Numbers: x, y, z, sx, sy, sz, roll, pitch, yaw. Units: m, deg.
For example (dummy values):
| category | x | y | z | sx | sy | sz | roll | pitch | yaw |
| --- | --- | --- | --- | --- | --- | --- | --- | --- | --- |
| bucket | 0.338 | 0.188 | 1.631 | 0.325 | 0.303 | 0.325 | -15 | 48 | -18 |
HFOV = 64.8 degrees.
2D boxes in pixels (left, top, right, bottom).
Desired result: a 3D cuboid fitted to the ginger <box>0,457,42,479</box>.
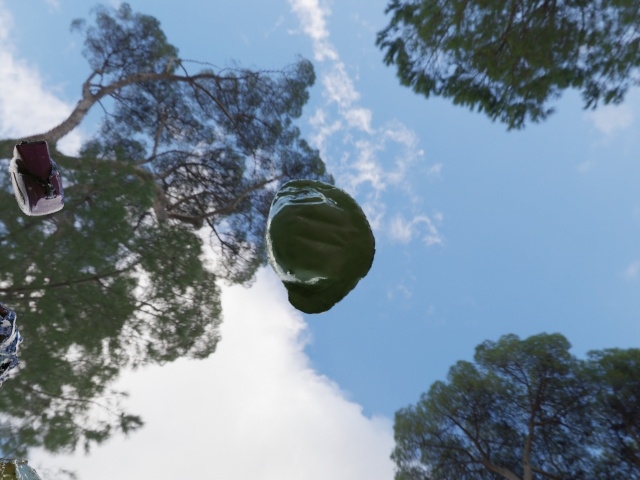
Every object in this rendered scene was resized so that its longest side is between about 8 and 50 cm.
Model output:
| category | x | y | z | sx | sy | sz | roll | pitch | yaw |
| --- | --- | --- | --- | --- | --- | --- | --- | --- | --- |
| ginger | -0.522 | 0.371 | 0.703 | 0.152 | 0.267 | 0.138 | -17 | -100 | 45 |

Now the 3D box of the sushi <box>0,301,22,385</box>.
| category | x | y | z | sx | sy | sz | roll | pitch | yaw |
| --- | --- | --- | --- | --- | --- | --- | --- | --- | --- |
| sushi | -0.666 | 0.206 | 0.907 | 0.170 | 0.270 | 0.237 | 18 | -123 | -4 |

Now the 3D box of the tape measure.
| category | x | y | z | sx | sy | sz | roll | pitch | yaw |
| --- | --- | --- | --- | --- | --- | --- | --- | --- | --- |
| tape measure | -0.516 | -0.108 | 0.922 | 0.074 | 0.125 | 0.118 | -19 | -92 | -39 |

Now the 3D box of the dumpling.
| category | x | y | z | sx | sy | sz | roll | pitch | yaw |
| --- | --- | --- | --- | --- | --- | --- | --- | --- | --- |
| dumpling | -0.008 | 0.006 | 0.751 | 0.152 | 0.108 | 0.219 | -2 | -112 | -14 |
